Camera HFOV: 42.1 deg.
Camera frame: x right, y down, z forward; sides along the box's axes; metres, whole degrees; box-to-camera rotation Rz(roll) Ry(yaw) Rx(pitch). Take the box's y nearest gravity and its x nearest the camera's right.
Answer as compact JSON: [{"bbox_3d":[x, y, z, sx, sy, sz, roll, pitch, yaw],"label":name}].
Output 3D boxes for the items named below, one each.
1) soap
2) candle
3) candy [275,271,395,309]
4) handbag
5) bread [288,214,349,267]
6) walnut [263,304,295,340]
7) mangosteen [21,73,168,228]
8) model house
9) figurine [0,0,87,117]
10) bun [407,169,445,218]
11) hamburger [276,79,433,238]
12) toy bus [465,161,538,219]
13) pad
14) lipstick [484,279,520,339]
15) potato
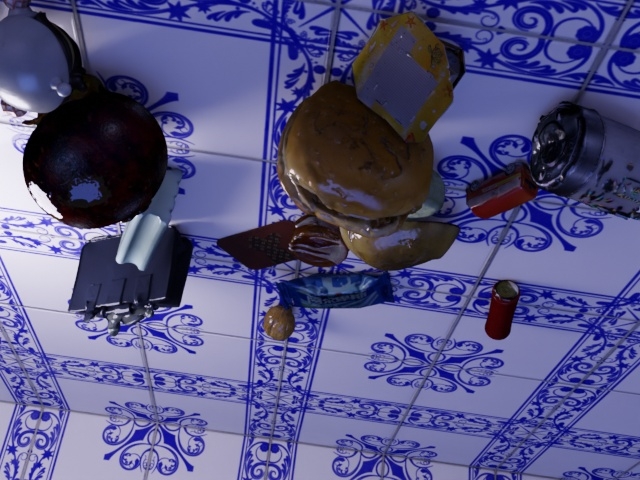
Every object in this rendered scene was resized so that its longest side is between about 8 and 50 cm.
[{"bbox_3d":[-0.427,-0.057,2.056,0.087,0.160,0.265,18,147,-16],"label":"soap"},{"bbox_3d":[0.592,-0.146,1.687,0.330,0.187,0.187,17,147,-17],"label":"candle"},{"bbox_3d":[0.041,0.144,2.363,0.331,0.077,0.187,-2,149,10],"label":"candy"},{"bbox_3d":[-0.509,0.111,2.238,0.325,0.269,0.118,-9,146,25],"label":"handbag"},{"bbox_3d":[0.000,0.000,2.138,0.160,0.073,0.160,4,142,3],"label":"bread"},{"bbox_3d":[-0.124,0.251,2.549,0.105,0.105,0.124,14,136,-11],"label":"walnut"},{"bbox_3d":[-0.492,-0.195,1.738,0.306,0.306,0.359,-20,117,36],"label":"mangosteen"},{"bbox_3d":[0.192,-0.324,1.568,0.207,0.136,0.219,44,132,14],"label":"model house"},{"bbox_3d":[-0.617,-0.361,1.592,0.370,0.167,0.281,20,125,7],"label":"figurine"},{"bbox_3d":[0.182,-0.118,1.866,0.195,0.118,0.195,0,167,0],"label":"bun"},{"bbox_3d":[0.069,-0.170,1.656,0.304,0.284,0.174,20,146,-14],"label":"hamburger"},{"bbox_3d":[0.408,-0.107,1.882,0.079,0.077,0.174,31,141,-32],"label":"toy bus"},{"bbox_3d":[-0.138,0.016,2.261,0.267,0.004,0.181,-16,141,33],"label":"pad"},{"bbox_3d":[0.513,0.199,2.350,0.080,0.080,0.241,3,147,7],"label":"lipstick"},{"bbox_3d":[0.186,0.012,2.011,0.299,0.116,0.239,-1,168,16],"label":"potato"}]
